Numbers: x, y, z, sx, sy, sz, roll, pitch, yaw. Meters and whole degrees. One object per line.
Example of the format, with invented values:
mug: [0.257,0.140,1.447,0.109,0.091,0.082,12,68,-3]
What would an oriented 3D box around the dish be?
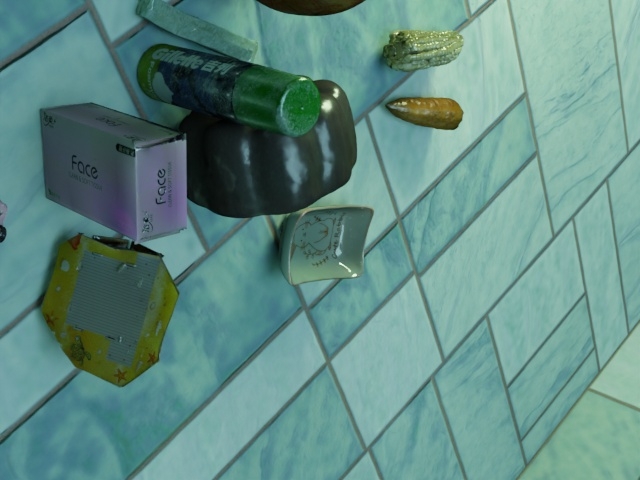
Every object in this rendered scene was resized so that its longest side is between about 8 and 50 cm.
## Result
dish: [0.000,0.000,1.934,0.212,0.077,0.151,-5,111,-46]

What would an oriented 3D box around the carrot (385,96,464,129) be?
carrot: [0.206,-0.269,2.056,0.205,0.072,0.072,1,104,-45]

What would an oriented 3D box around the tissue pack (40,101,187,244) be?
tissue pack: [-0.300,-0.102,1.439,0.092,0.246,0.149,-18,118,-42]

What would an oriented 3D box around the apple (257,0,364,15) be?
apple: [-0.021,-0.521,1.503,0.277,0.348,0.348,-60,140,-30]

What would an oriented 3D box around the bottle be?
bottle: [-0.142,-0.228,1.495,0.093,0.330,0.093,-20,119,-41]

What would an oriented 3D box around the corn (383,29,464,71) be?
corn: [0.209,-0.380,2.003,0.211,0.087,0.087,-11,113,-48]

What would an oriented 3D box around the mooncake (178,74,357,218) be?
mooncake: [-0.087,-0.161,1.628,0.306,0.306,0.154,-28,120,-37]

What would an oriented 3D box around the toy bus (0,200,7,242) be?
toy bus: [-0.504,0.030,1.393,0.063,0.090,0.203,21,89,-49]

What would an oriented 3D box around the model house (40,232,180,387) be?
model house: [-0.321,0.104,1.594,0.136,0.207,0.219,-41,145,-82]

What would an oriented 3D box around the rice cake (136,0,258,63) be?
rice cake: [-0.192,-0.339,1.615,0.245,0.042,0.045,14,98,-49]
